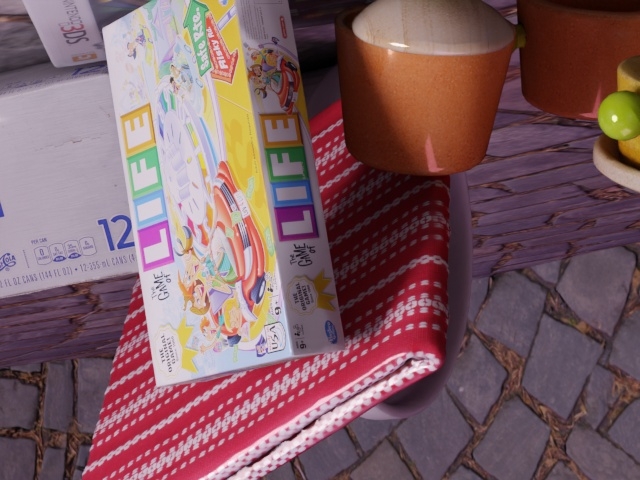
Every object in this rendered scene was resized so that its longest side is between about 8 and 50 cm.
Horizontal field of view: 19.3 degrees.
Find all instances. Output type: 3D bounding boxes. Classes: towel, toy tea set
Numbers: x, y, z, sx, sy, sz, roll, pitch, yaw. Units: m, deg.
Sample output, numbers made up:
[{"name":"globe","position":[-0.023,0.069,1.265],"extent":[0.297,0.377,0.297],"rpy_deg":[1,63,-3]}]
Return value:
[{"name":"towel","position":[-0.017,0.022,0.851],"extent":[0.199,0.031,0.275],"rpy_deg":[-34,-157,23]},{"name":"toy tea set","position":[0.160,-0.106,0.819],"extent":[0.200,0.124,0.336],"rpy_deg":[22,-152,39]}]

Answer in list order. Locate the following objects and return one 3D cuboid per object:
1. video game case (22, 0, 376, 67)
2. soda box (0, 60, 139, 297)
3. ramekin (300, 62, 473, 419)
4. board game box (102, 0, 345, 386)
[{"name":"video game case","position":[-0.028,-0.112,0.788],"extent":[0.190,0.022,0.173],"rpy_deg":[-10,175,-3]},{"name":"soda box","position":[-0.210,-0.018,0.923],"extent":[0.286,0.098,0.091],"rpy_deg":[-12,-166,12]},{"name":"ramekin","position":[0.000,0.000,1.082],"extent":[0.109,0.207,0.207],"rpy_deg":[-3,178,28]},{"name":"board game box","position":[-0.041,-0.024,0.750],"extent":[0.026,0.154,0.103],"rpy_deg":[-5,173,-35]}]
